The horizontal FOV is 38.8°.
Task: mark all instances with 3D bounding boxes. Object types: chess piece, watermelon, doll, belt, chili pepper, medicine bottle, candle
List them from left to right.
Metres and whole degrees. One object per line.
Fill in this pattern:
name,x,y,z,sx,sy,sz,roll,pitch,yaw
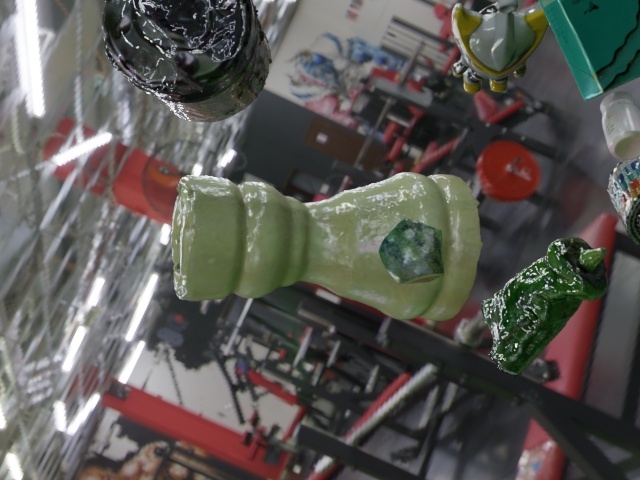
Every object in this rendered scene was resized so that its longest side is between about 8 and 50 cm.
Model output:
candle,-0.157,-0.249,1.199,0.330,0.187,0.187,40,-106,-84
chess piece,0.000,0.000,1.389,0.234,0.442,0.234,-177,90,-74
watermelon,0.126,0.020,1.238,0.072,0.092,0.084,53,-139,-60
doll,0.282,-0.317,1.484,0.316,0.146,0.103,68,-135,-79
chili pepper,0.344,0.084,1.374,0.270,0.099,0.136,121,161,-49
medicine bottle,0.397,-0.151,1.188,0.052,0.052,0.089,117,162,-45
belt,0.732,-0.088,1.789,0.160,0.295,0.206,-94,-5,-49

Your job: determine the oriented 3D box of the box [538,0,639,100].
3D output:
box,0.365,-0.314,1.195,0.161,0.226,0.042,-27,2,-26
